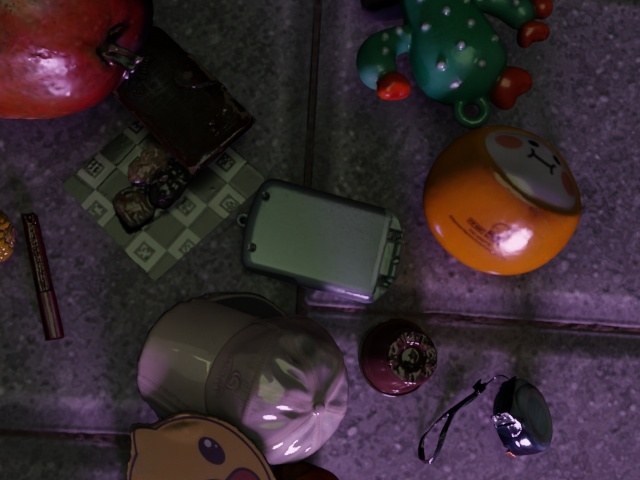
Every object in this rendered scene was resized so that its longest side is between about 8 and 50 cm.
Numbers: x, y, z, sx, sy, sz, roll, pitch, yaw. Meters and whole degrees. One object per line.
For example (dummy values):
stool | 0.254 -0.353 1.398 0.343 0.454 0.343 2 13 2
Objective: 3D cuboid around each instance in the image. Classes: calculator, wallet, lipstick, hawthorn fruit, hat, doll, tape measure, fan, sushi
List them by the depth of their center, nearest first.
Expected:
fan | -0.119 0.346 1.047 0.335 0.011 0.229 41 114 8
hawthorn fruit | -0.364 -0.296 1.054 0.316 0.316 0.316 1 81 -9
hawthorn fruit | -0.022 0.356 1.082 0.125 0.125 0.140 -18 91 -11
hat | -0.096 0.175 1.084 0.275 0.161 0.232 22 74 -2
lipstick | -0.373 0.047 1.124 0.027 0.027 0.176 -13 81 -11
wallet | -0.204 -0.201 1.152 0.122 0.031 0.232 -43 70 -10
sushi | -0.214 -0.084 1.156 0.192 0.050 0.215 45 77 0
doll | 0.258 -0.069 1.176 0.213 0.213 0.236 40 39 -1
calculator | 0.000 0.000 1.180 0.246 0.045 0.141 14 79 -7
tape measure | 0.232 0.268 1.182 0.179 0.104 0.107 -28 112 20

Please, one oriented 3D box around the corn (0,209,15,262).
corn | -0.513 0.005 1.084 0.231 0.080 0.080 -8 82 -6

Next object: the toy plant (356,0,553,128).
toy plant | 0.147 -0.341 1.183 0.279 0.185 0.400 -20 85 -34

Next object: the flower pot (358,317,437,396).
flower pot | 0.113 0.159 1.150 0.111 0.089 0.111 1 81 -9
